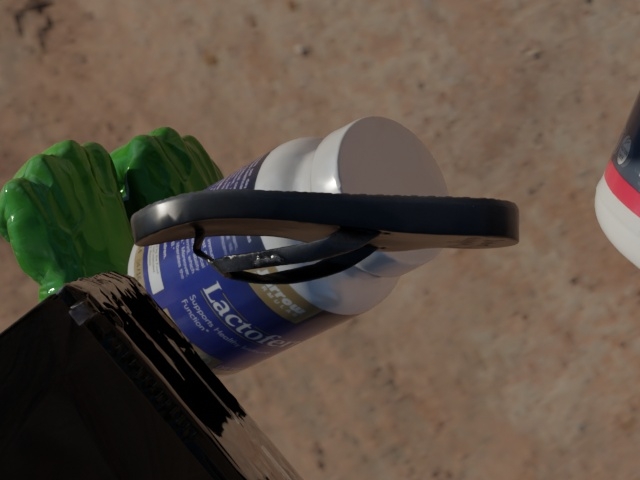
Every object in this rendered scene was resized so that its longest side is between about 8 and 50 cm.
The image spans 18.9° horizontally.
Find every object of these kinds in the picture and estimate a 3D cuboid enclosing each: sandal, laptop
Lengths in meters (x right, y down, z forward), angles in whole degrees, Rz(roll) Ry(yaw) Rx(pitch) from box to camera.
[{"bbox_3d":[0.000,0.000,1.242,0.254,0.097,0.054,1,83,6],"label":"sandal"},{"bbox_3d":[-0.059,0.142,0.678,0.136,0.264,0.234,-39,91,1],"label":"laptop"}]

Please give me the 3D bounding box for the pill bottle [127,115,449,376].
[{"bbox_3d":[-0.026,0.005,1.578,0.264,0.153,0.153,-28,86,43],"label":"pill bottle"}]

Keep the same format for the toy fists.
[{"bbox_3d":[-0.186,-0.025,1.785,0.096,0.279,0.142,-21,84,40],"label":"toy fists"}]

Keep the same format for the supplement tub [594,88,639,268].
[{"bbox_3d":[0.289,-0.095,1.100,0.191,0.191,0.272,33,113,29],"label":"supplement tub"}]
